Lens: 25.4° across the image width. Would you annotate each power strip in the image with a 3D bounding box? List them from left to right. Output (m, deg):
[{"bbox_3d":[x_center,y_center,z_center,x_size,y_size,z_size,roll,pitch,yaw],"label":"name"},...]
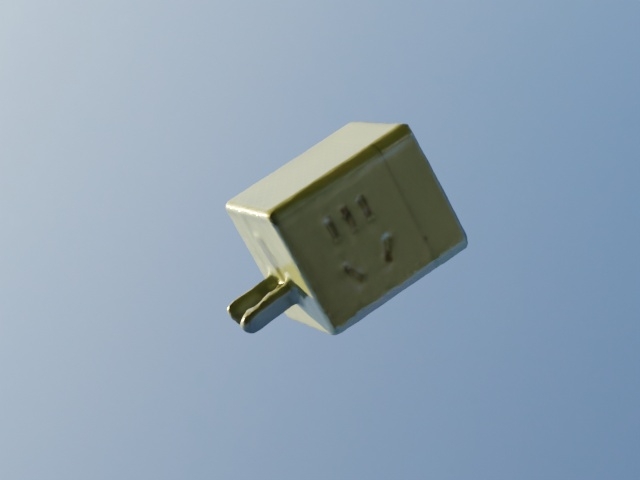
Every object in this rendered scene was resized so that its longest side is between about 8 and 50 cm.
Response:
[{"bbox_3d":[0.000,0.000,1.347,0.224,0.140,0.139,-33,-162,-16],"label":"power strip"}]
